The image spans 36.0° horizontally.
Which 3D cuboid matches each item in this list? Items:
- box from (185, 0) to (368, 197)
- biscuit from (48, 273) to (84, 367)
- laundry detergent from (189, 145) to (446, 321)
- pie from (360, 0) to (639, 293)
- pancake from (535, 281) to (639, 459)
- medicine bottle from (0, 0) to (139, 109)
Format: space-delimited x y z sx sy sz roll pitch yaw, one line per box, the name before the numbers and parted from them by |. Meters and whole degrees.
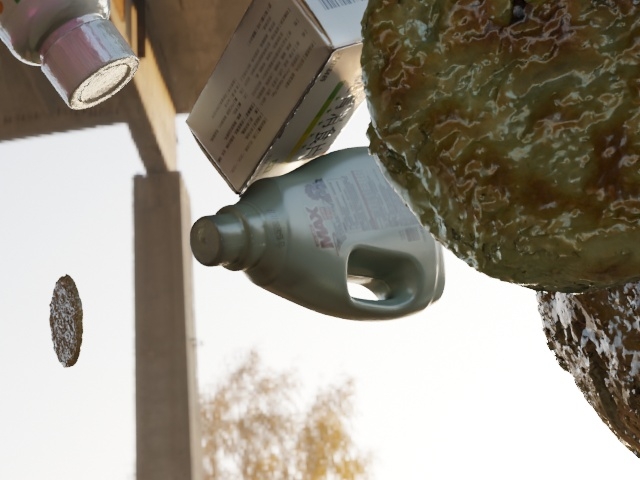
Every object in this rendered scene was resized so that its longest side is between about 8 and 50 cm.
box | -0.033 -0.219 1.337 0.173 0.145 0.333 -24 -18 -40
biscuit | -0.319 0.101 1.234 0.015 0.120 0.120 0 -32 -32
laundry detergent | 0.000 0.000 1.352 0.398 0.263 0.125 -8 -15 -47
pie | 0.158 -0.110 0.601 0.303 0.302 0.067 -21 -22 20
pancake | 0.280 0.072 0.804 0.065 0.356 0.356 -21 -29 -18
medicine bottle | -0.248 -0.227 0.796 0.095 0.260 0.095 -35 -8 -6
